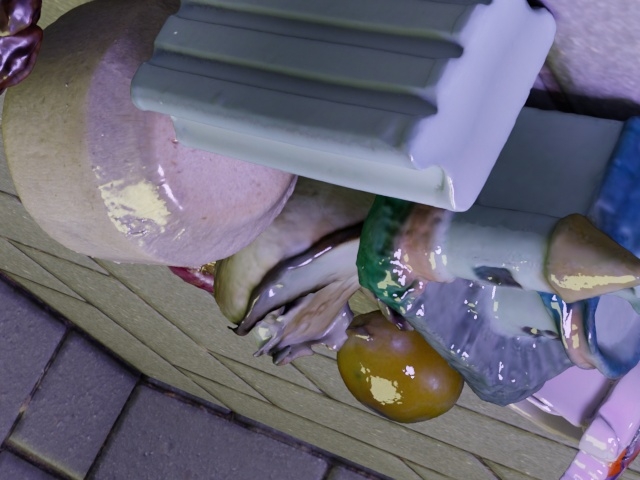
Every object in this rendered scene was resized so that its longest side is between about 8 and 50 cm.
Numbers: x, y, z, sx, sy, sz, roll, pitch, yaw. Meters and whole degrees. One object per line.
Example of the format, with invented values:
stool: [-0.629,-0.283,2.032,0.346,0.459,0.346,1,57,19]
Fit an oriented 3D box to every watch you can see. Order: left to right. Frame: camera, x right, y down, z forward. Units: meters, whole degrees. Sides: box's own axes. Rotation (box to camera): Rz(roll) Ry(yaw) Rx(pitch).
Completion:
watch: [0.244,0.162,1.534,0.231,0.196,0.244,30,170,19]

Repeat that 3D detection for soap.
soap: [0.010,-0.126,0.999,0.265,0.159,0.087,15,162,39]

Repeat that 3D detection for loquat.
loquat: [0.101,0.160,1.862,0.195,0.152,0.152,45,159,-28]

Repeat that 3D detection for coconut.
coconut: [-0.151,-0.096,1.253,0.266,0.237,0.237,2,151,47]

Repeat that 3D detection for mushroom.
mushroom: [0.000,-0.005,1.381,0.164,0.267,0.189,52,135,30]

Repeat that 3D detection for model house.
model house: [0.234,0.023,1.066,0.325,0.194,0.267,10,157,40]

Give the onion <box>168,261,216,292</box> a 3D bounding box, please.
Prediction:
onion: [-0.098,-0.021,1.578,0.177,0.153,0.177,15,164,4]

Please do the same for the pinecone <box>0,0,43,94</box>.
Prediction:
pinecone: [-0.343,-0.230,1.114,0.298,0.242,0.296,38,160,-14]
